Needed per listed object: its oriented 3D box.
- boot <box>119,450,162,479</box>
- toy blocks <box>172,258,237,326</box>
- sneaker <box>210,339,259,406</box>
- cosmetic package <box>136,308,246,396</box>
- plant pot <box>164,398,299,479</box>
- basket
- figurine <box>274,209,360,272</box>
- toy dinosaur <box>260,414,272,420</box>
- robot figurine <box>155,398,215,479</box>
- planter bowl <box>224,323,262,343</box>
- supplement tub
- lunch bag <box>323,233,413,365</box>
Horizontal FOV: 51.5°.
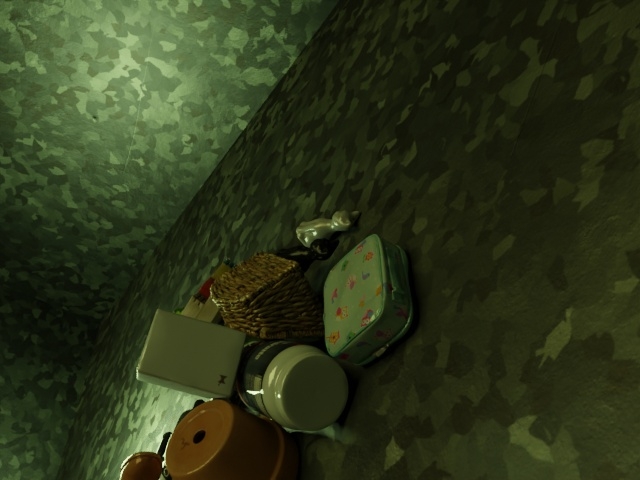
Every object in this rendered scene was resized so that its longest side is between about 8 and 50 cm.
[{"bbox_3d":[-0.470,0.678,1.625,0.283,0.109,0.220,-55,24,21],"label":"boot"},{"bbox_3d":[-0.339,0.186,2.211,0.261,0.190,0.381,-56,-4,15],"label":"toy blocks"},{"bbox_3d":[-0.253,0.398,1.980,0.275,0.107,0.110,-55,16,18],"label":"sneaker"},{"bbox_3d":[-0.354,0.313,1.758,0.453,0.230,0.162,140,146,-69],"label":"cosmetic package"},{"bbox_3d":[-0.224,0.513,1.558,0.291,0.203,0.291,-26,32,18],"label":"plant pot"},{"bbox_3d":[-0.141,0.182,1.736,0.213,0.223,0.299,-34,19,-18],"label":"basket"},{"bbox_3d":[0.000,0.000,1.853,0.209,0.092,0.215,-21,24,47],"label":"figurine"},{"bbox_3d":[-0.143,0.450,1.784,0.183,0.053,0.093,23,103,61],"label":"toy dinosaur"},{"bbox_3d":[-0.339,0.580,1.842,0.209,0.173,0.278,-42,21,43],"label":"robot figurine"},{"bbox_3d":[-0.217,0.260,2.050,0.217,0.090,0.217,-48,25,31],"label":"planter bowl"},{"bbox_3d":[-0.072,0.335,1.562,0.272,0.191,0.191,-4,62,62],"label":"supplement tub"},{"bbox_3d":[0.111,0.135,1.507,0.224,0.108,0.279,-43,32,32],"label":"lunch bag"}]
